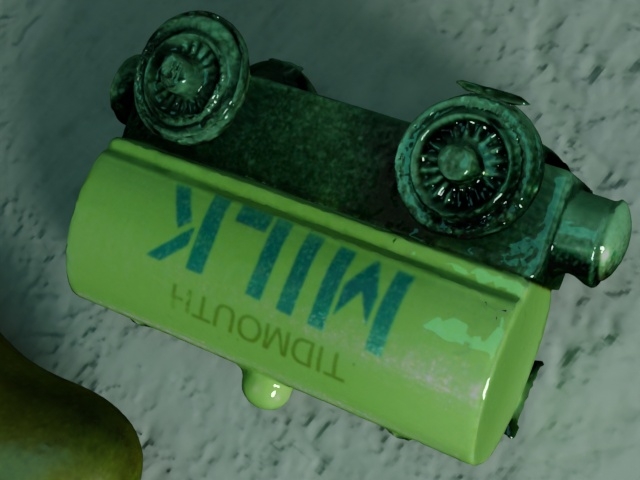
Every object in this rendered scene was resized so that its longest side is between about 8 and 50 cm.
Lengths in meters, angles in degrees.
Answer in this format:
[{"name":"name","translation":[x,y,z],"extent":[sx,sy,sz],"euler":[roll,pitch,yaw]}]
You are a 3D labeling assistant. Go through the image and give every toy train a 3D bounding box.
[{"name":"toy train","translation":[0.000,0.000,0.503],"extent":[0.253,0.105,0.157],"euler":[20,90,23]}]

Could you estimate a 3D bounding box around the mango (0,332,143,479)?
[{"name":"mango","translation":[-0.216,0.070,0.518],"extent":[0.289,0.129,0.146],"euler":[35,74,20]}]
